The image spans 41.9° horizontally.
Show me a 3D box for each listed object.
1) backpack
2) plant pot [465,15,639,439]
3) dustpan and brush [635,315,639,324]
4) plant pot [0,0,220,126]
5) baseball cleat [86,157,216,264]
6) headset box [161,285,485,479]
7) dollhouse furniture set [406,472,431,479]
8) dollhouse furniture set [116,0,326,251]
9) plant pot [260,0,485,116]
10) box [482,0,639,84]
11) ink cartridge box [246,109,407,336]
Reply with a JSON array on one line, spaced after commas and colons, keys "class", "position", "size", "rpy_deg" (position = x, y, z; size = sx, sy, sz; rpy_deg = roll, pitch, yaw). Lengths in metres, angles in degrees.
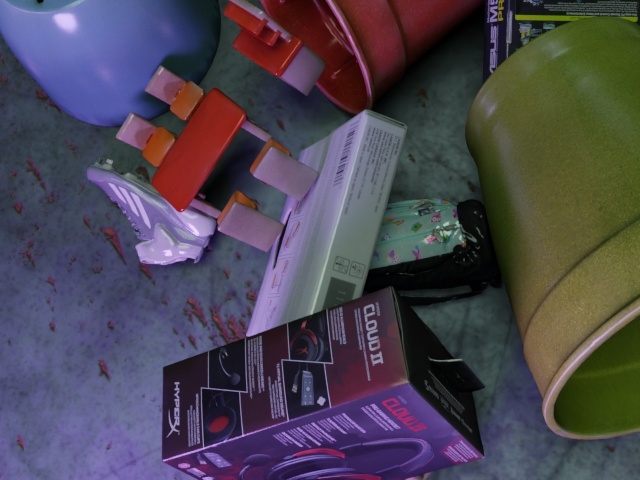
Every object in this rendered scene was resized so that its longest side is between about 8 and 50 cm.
[{"class": "backpack", "position": [0.123, 0.010, 1.030], "size": [0.182, 0.152, 0.115], "rpy_deg": [-10, 64, 18]}, {"class": "plant pot", "position": [0.326, -0.038, 0.879], "size": [0.367, 0.366, 0.353], "rpy_deg": [-24, 55, 3]}, {"class": "dustpan and brush", "position": [0.448, 0.049, 1.005], "size": [0.147, 0.060, 0.211], "rpy_deg": [39, 92, 28]}, {"class": "plant pot", "position": [-0.308, -0.331, 1.127], "size": [0.293, 0.235, 0.292], "rpy_deg": [-2, 77, 9]}, {"class": "baseball cleat", "position": [-0.245, -0.032, 1.130], "size": [0.206, 0.072, 0.109], "rpy_deg": [24, 88, 18]}, {"class": "headset box", "position": [0.019, 0.172, 0.860], "size": [0.293, 0.218, 0.110], "rpy_deg": [-21, 51, 18]}, {"class": "dollhouse furniture set", "position": [0.092, 0.337, 0.973], "size": [0.242, 0.161, 0.212], "rpy_deg": [34, 84, 38]}, {"class": "dollhouse furniture set", "position": [-0.123, -0.157, 1.039], "size": [0.262, 0.135, 0.259], "rpy_deg": [39, 99, 37]}, {"class": "plant pot", "position": [0.085, -0.342, 1.063], "size": [0.265, 0.272, 0.272], "rpy_deg": [-36, 73, -9]}, {"class": "box", "position": [0.330, -0.295, 1.005], "size": [0.270, 0.060, 0.216], "rpy_deg": [-4, 102, -16]}, {"class": "ink cartridge box", "position": [0.000, 0.000, 1.020], "size": [0.060, 0.239, 0.275], "rpy_deg": [19, 79, -15]}]
